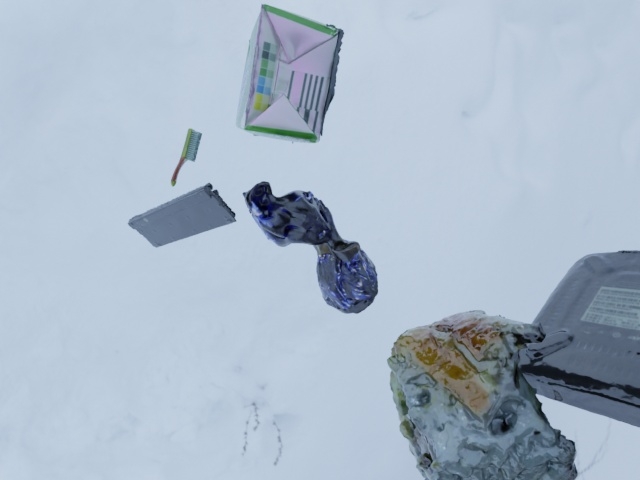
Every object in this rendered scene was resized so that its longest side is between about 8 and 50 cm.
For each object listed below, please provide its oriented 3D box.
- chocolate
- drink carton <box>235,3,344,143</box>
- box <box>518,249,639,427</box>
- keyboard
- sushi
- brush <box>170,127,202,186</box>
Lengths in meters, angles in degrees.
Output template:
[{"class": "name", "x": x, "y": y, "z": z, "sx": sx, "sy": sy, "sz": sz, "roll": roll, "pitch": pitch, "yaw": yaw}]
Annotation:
[{"class": "chocolate", "x": -0.003, "y": 0.000, "z": 0.780, "sx": 0.343, "sy": 0.149, "sz": 0.126, "roll": 50, "pitch": 52, "yaw": -42}, {"class": "drink carton", "x": -0.061, "y": -0.231, "z": 0.669, "sx": 0.108, "sy": 0.271, "sz": 0.161, "roll": 9, "pitch": 103, "yaw": -15}, {"class": "box", "x": 0.437, "y": 0.119, "z": 0.589, "sx": 0.289, "sy": 0.290, "sz": 0.073, "roll": -40, "pitch": 111, "yaw": -25}, {"class": "keyboard", "x": -0.225, "y": -0.035, "z": 0.708, "sx": 0.072, "sy": 0.231, "sz": 0.023, "roll": 50, "pitch": 46, "yaw": -29}, {"class": "sushi", "x": 0.156, "y": 0.190, "z": 0.471, "sx": 0.140, "sy": 0.184, "sz": 0.274, "roll": -21, "pitch": 121, "yaw": -3}, {"class": "brush", "x": -0.183, "y": -0.110, "z": 0.604, "sx": 0.021, "sy": 0.019, "sz": 0.083, "roll": 22, "pitch": 95, "yaw": -2}]
